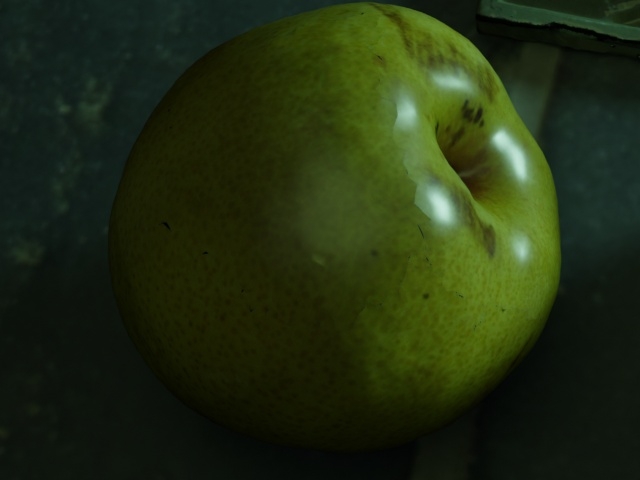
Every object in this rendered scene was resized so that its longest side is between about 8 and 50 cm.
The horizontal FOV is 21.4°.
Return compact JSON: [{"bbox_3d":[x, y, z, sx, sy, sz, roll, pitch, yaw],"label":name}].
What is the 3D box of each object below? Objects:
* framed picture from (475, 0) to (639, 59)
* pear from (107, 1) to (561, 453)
[{"bbox_3d":[0.272,-0.191,0.895,0.335,0.022,0.247,12,72,14],"label":"framed picture"},{"bbox_3d":[0.000,0.000,0.780,0.209,0.209,0.209,-3,69,9],"label":"pear"}]
